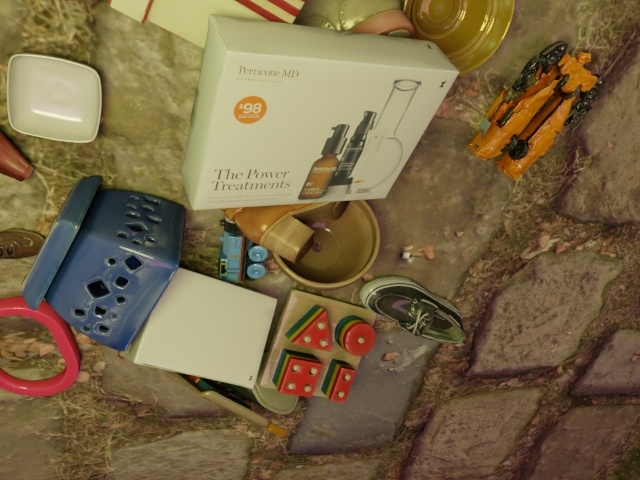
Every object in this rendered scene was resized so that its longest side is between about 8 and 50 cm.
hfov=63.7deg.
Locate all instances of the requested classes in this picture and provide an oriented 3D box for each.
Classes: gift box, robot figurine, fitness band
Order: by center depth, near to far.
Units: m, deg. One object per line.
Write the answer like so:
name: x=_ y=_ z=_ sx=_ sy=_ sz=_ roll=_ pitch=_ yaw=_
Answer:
gift box: x=-0.146 y=-0.440 z=0.719 sx=0.258 sy=0.255 sz=0.276 roll=18 pitch=122 yaw=-29
robot figurine: x=0.462 y=-0.283 z=1.110 sx=0.211 sy=0.085 sz=0.291 roll=24 pitch=114 yaw=-29
fitness band: x=-0.664 y=0.246 z=1.152 sx=0.209 sy=0.054 sz=0.290 roll=-12 pitch=127 yaw=-12

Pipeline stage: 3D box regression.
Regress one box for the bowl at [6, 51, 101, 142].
bowl: x=-0.448 y=-0.246 z=0.877 sx=0.142 sy=0.053 sz=0.141 roll=7 pitch=121 yaw=-20

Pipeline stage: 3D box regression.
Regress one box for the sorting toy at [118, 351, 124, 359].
sorting toy: x=-0.437 y=0.244 z=1.212 sx=0.042 sy=0.061 sz=0.102 roll=26 pitch=135 yaw=-30

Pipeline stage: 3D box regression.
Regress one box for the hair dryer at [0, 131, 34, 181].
hair dryer: x=-0.653 y=-0.159 z=0.880 sx=0.294 sy=0.080 sz=0.223 roll=9 pitch=136 yaw=-16

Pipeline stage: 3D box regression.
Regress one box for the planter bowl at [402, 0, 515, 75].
planter bowl: x=0.235 y=-0.419 z=0.943 sx=0.217 sy=0.090 sz=0.217 roll=-8 pitch=125 yaw=-11

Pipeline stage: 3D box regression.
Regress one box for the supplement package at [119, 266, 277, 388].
supplement package: x=-0.260 y=0.186 z=1.116 sx=0.262 sy=0.145 sz=0.203 roll=22 pitch=74 yaw=-29

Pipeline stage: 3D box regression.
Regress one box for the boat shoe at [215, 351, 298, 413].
boat shoe: x=-0.195 y=0.345 z=1.328 sx=0.113 sy=0.127 sz=0.340 roll=-11 pitch=141 yaw=41

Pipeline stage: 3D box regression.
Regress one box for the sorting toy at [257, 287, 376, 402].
sorting toy: x=0.010 y=0.278 z=1.295 sx=0.257 sy=0.089 sz=0.255 roll=18 pitch=93 yaw=-27

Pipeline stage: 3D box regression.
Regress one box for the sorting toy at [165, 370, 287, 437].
sorting toy: x=-0.229 y=0.412 z=1.321 sx=0.307 sy=0.229 sz=0.041 roll=41 pitch=67 yaw=-34

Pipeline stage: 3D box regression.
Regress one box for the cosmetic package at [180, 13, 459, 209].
cosmetic package: x=-0.008 y=-0.184 z=0.817 sx=0.378 sy=0.097 sz=0.284 roll=-6 pitch=141 yaw=-29

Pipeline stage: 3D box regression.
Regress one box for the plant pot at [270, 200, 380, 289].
plant pot: x=0.000 y=0.000 z=1.115 sx=0.238 sy=0.237 sz=0.109 roll=-5 pitch=162 yaw=-14

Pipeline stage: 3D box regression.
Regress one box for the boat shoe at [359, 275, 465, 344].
boat shoe: x=0.258 y=0.188 z=1.347 sx=0.335 sy=0.119 sz=0.121 roll=18 pitch=116 yaw=-27

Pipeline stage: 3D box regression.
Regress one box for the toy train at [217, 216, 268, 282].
toy train: x=-0.169 y=0.012 z=1.125 sx=0.105 sy=0.080 sz=0.184 roll=3 pitch=123 yaw=-12

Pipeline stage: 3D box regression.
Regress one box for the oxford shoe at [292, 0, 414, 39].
oxford shoe: x=-0.043 y=-0.336 z=0.915 sx=0.397 sy=0.146 sz=0.140 roll=-20 pitch=171 yaw=10

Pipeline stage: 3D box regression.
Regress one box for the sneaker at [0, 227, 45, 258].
sneaker: x=-0.637 y=0.021 z=0.990 sx=0.189 sy=0.071 sz=0.066 roll=0 pitch=123 yaw=-16

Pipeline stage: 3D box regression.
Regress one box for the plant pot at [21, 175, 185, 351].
plant pot: x=-0.406 y=0.028 z=0.973 sx=0.212 sy=0.236 sz=0.236 roll=27 pitch=112 yaw=-24

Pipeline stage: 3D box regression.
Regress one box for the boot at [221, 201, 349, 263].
boot: x=-0.062 y=-0.105 z=1.039 sx=0.283 sy=0.220 sz=0.109 roll=-50 pitch=166 yaw=-23
